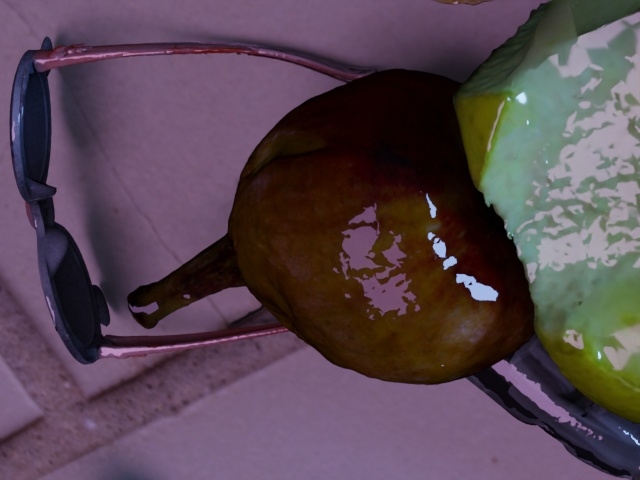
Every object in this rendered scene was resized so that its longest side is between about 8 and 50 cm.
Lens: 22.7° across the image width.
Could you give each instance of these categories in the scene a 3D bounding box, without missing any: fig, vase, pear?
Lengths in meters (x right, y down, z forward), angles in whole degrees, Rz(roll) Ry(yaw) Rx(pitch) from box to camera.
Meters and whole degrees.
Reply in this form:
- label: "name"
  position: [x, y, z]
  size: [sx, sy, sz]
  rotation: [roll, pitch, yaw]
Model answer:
- label: "fig"
  position: [-0.009, 0.007, 0.945]
  size: [0.290, 0.191, 0.191]
  rotation: [-13, 107, 15]
- label: "vase"
  position: [0.150, 0.097, 1.015]
  size: [0.211, 0.060, 0.060]
  rotation: [39, 127, 9]
- label: "pear"
  position: [0.242, -0.036, 0.830]
  size: [0.281, 0.176, 0.286]
  rotation: [-16, 106, 32]

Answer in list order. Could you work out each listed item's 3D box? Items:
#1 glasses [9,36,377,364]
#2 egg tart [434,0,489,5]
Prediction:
- label: "glasses"
  position: [-0.077, -0.031, 1.099]
  size: [0.268, 0.118, 0.234]
  rotation: [-4, 112, 9]
- label: "egg tart"
  position: [0.024, -0.239, 0.851]
  size: [0.279, 0.095, 0.279]
  rotation: [37, 150, 26]
